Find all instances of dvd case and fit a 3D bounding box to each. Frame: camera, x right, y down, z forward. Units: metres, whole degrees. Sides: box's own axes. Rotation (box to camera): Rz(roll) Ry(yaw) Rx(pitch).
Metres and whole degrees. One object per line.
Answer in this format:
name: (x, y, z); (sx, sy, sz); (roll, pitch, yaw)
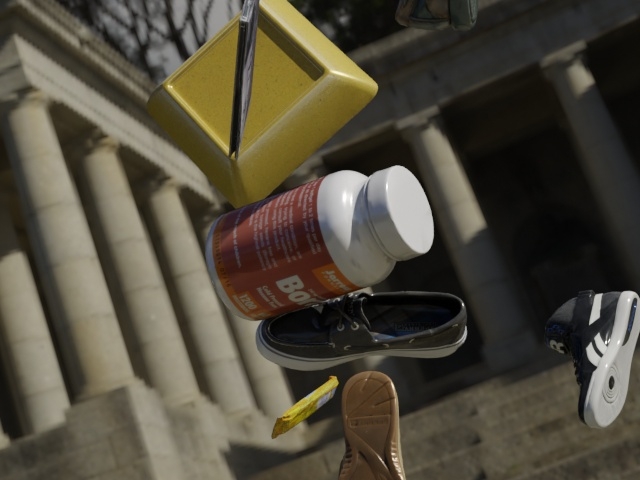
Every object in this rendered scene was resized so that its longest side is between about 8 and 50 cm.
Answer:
dvd case: (-0.107, -0.249, 1.782); (0.018, 0.164, 0.221); (8, -54, -1)

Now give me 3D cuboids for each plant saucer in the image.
plant saucer: (-0.122, -0.270, 2.228); (0.333, 0.333, 0.081); (-42, -29, -2)

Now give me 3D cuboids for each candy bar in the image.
candy bar: (-0.020, 0.239, 1.802); (0.161, 0.018, 0.040); (-30, -39, -53)

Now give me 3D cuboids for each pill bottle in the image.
pill bottle: (0.000, 0.000, 1.269); (0.216, 0.121, 0.121); (-19, -14, 30)

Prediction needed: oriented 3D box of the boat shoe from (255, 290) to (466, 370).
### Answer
boat shoe: (0.046, 0.087, 1.325); (0.228, 0.080, 0.076); (1, -35, -3)

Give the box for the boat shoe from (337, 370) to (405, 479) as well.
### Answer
boat shoe: (0.083, 0.389, 2.010); (0.123, 0.342, 0.123); (-5, -28, 9)

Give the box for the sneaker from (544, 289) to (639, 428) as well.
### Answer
sneaker: (0.353, 0.162, 1.688); (0.121, 0.217, 0.079); (-3, -46, 36)

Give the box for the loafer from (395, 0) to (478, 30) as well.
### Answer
loafer: (0.108, -0.340, 1.227); (0.084, 0.267, 0.096); (0, 8, 16)
